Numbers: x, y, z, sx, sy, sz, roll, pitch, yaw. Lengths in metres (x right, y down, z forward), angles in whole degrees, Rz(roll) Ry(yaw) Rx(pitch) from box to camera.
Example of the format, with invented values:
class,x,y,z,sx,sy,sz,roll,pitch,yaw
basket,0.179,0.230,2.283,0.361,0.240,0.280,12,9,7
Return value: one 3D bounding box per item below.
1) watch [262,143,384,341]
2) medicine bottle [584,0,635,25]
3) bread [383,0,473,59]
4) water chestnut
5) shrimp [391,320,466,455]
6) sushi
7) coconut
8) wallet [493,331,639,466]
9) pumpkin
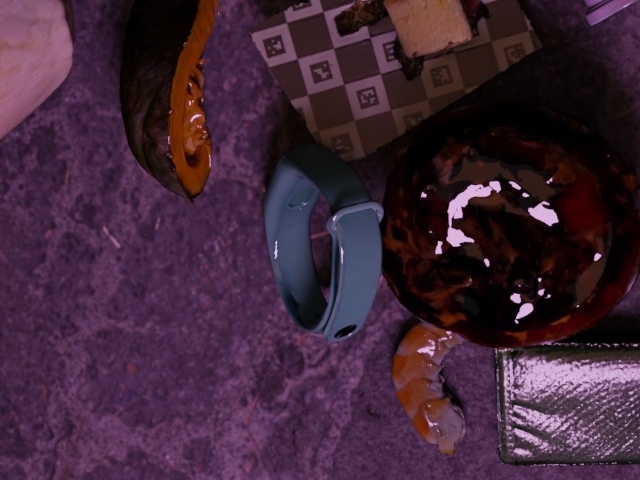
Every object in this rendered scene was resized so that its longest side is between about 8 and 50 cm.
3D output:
class,x,y,z,sx,sy,sz,roll,pitch,yaw
watch,0.000,0.000,1.807,0.068,0.237,0.195,-12,64,-23
medicine bottle,0.233,-0.441,1.736,0.108,0.108,0.426,-29,94,14
bread,0.119,-0.238,1.754,0.080,0.109,0.084,-20,98,3
water chestnut,0.203,-0.013,1.736,0.300,0.300,0.300,2,101,10
shrimp,0.169,0.156,1.894,0.166,0.049,0.161,-26,94,6
sushi,0.086,-0.228,1.832,0.280,0.043,0.192,-31,92,7
coconut,-0.440,-0.224,1.785,0.329,0.329,0.328,2,101,10
wallet,0.319,0.182,1.859,0.236,0.055,0.160,-2,104,8
pumpkin,-0.187,-0.183,1.829,0.111,0.163,0.278,5,100,8
